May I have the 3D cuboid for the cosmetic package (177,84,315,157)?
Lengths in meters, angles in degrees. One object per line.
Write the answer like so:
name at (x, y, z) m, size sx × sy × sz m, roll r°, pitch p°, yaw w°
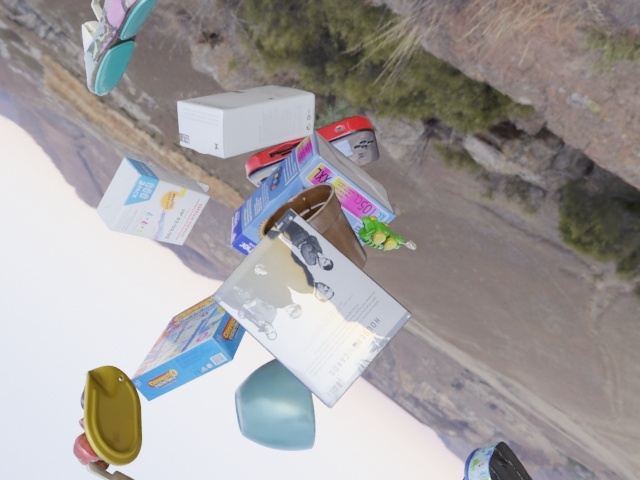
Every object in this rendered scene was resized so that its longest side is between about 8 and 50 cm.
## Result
cosmetic package at (-0.126, -0.218, 0.973) m, size 0.117 × 0.086 × 0.231 m, roll 19°, pitch -151°, yaw 33°

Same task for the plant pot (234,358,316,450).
plant pot at (-0.150, 0.500, 1.644) m, size 0.195 × 0.290 × 0.290 m, roll -7°, pitch -172°, yaw -18°

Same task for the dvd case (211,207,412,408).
dvd case at (-0.015, 0.096, 0.799) m, size 0.238 × 0.179 × 0.029 m, roll 41°, pitch 177°, yaw 8°

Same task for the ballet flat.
ballet flat at (-0.313, -0.316, 0.816) m, size 0.079 × 0.077 × 0.221 m, roll 46°, pitch 133°, yaw -5°

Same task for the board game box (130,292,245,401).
board game box at (-0.344, 0.272, 1.548) m, size 0.086 × 0.308 × 0.302 m, roll 54°, pitch -158°, yaw -18°

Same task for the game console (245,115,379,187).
game console at (-0.013, -0.236, 1.656) m, size 0.342 × 0.386 × 0.060 m, roll 47°, pitch -156°, yaw -74°

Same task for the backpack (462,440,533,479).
backpack at (0.266, 0.375, 0.832) m, size 0.105 × 0.084 × 0.114 m, roll -26°, pitch -94°, yaw -52°

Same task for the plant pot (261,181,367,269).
plant pot at (0.000, 0.000, 1.077) m, size 0.165 × 0.167 × 0.167 m, roll 53°, pitch 167°, yaw -23°

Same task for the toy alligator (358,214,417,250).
toy alligator at (0.131, -0.001, 1.132) m, size 0.189 × 0.051 × 0.056 m, roll 26°, pitch -147°, yaw -45°

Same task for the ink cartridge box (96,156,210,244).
ink cartridge box at (-0.260, -0.057, 0.908) m, size 0.061 × 0.104 × 0.181 m, roll 41°, pitch -165°, yaw 33°

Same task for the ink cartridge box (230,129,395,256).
ink cartridge box at (-0.046, -0.042, 1.407) m, size 0.270 × 0.395 × 0.151 m, roll 35°, pitch -153°, yaw -26°

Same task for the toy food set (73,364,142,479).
toy food set at (-0.363, 0.315, 0.902) m, size 0.128 × 0.071 × 0.218 m, roll 49°, pitch -165°, yaw -44°
